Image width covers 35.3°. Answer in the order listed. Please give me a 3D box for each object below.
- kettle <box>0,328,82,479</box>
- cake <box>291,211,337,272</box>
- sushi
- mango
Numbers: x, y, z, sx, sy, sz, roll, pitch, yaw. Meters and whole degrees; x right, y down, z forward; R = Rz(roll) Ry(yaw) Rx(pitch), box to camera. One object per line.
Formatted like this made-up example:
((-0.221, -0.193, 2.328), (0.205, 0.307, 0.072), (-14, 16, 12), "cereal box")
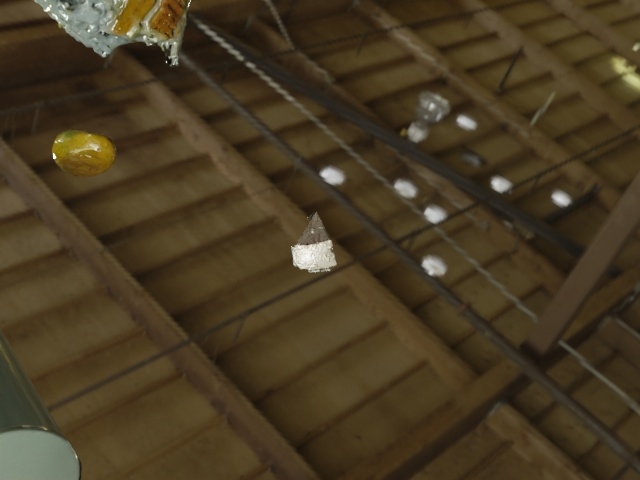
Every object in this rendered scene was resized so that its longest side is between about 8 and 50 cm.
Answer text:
((-0.456, 0.197, 1.174), (0.318, 0.205, 0.265), (43, -176, 39), "kettle")
((0.000, 0.000, 1.570), (0.065, 0.052, 0.121), (-6, -154, 16), "cake")
((-0.274, -0.342, 1.282), (0.274, 0.184, 0.139), (40, 180, 31), "sushi")
((-0.338, -0.128, 1.443), (0.079, 0.114, 0.057), (50, -132, -31), "mango")
